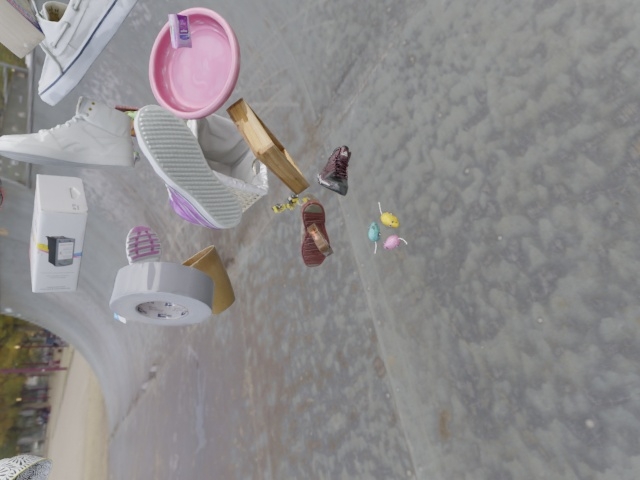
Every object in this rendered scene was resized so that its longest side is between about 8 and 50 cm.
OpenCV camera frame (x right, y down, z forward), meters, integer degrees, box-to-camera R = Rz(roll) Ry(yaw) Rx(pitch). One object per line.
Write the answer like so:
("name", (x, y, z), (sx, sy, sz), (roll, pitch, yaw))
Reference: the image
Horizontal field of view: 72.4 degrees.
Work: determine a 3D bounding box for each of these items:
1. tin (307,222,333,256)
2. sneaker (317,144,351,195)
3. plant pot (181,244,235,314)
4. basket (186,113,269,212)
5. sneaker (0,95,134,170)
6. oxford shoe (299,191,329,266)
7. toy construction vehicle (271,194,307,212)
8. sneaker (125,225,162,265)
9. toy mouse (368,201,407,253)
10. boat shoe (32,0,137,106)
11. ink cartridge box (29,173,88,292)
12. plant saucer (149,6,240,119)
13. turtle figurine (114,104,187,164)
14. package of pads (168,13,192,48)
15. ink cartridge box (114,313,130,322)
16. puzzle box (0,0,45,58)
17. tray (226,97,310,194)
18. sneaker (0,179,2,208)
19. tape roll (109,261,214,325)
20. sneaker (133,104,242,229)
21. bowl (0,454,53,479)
("tin", (0.000, 0.000, 1.540), (0.040, 0.190, 0.106), (-28, 74, 4))
("sneaker", (0.064, -0.270, 1.609), (0.163, 0.106, 0.281), (-62, 19, 13))
("plant pot", (-0.495, 0.192, 1.917), (0.237, 0.237, 0.254), (-7, 119, 58))
("basket", (-0.426, -0.305, 1.811), (0.266, 0.331, 0.328), (-36, 52, 39))
("sneaker", (-0.609, -0.267, 1.061), (0.108, 0.292, 0.169), (-1, 90, 51))
("oxford shoe", (-0.030, -0.043, 1.860), (0.130, 0.122, 0.348), (-107, 16, -52))
("toy construction vehicle", (-0.100, -0.117, 1.453), (0.086, 0.098, 0.035), (-32, 78, 34))
("sneaker", (-0.487, 0.080, 1.206), (0.104, 0.095, 0.237), (-25, 77, 50))
("toy mouse", (0.192, -0.014, 1.354), (0.161, 0.031, 0.143), (46, 123, 28))
("boat shoe", (-0.536, -0.447, 0.918), (0.367, 0.156, 0.136), (-32, 39, 29))
("ink cartridge box", (-0.829, -0.021, 1.377), (0.226, 0.131, 0.306), (50, 128, 42))
("plant saucer", (-0.381, -0.540, 1.364), (0.332, 0.084, 0.332), (1, 93, 22))
("turtle figurine", (-0.584, -0.360, 1.520), (0.274, 0.266, 0.198), (15, 104, 29))
("package of pads", (-0.375, -0.559, 1.171), (0.032, 0.050, 0.083), (19, 121, 33))
("ink cartridge box", (-0.509, 0.165, 1.132), (0.048, 0.028, 0.083), (14, 107, 28))
("puzzle box", (-0.552, -0.445, 0.531), (0.052, 0.409, 0.272), (-39, 58, 0))
("tray", (-0.169, -0.308, 1.527), (0.076, 0.411, 0.203), (-35, 73, 6))
("sneaker", (-1.027, -0.168, 1.378), (0.064, 0.061, 0.158), (-23, 80, 35))
("tape roll", (-0.354, 0.127, 0.991), (0.219, 0.219, 0.072), (-39, 44, 49))
("sneaker", (-0.296, -0.130, 0.886), (0.161, 0.282, 0.102), (3, 43, 45))
("bowl", (-0.708, 0.548, 0.984), (0.080, 0.170, 0.170), (30, 116, 11))
